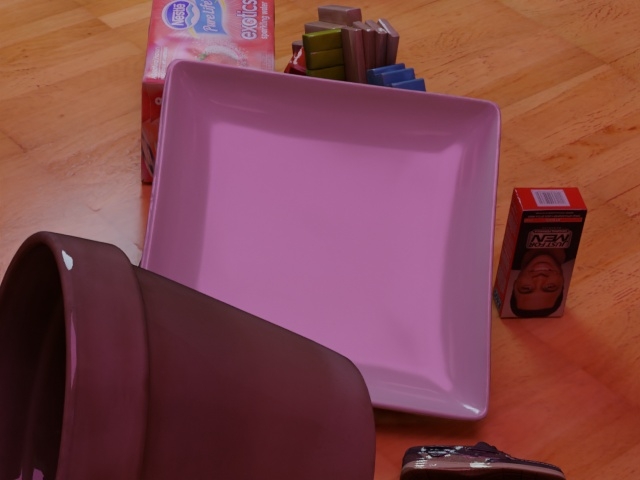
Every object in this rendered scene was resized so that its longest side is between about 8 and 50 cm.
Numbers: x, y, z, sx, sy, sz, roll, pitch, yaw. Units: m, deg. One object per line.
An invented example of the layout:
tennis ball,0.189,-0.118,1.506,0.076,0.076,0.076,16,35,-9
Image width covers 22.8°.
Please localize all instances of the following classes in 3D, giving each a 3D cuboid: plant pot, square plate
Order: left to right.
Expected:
plant pot,-0.120,0.170,1.297,0.280,0.323,0.323,10,33,-24
square plate,0.000,0.000,1.568,0.347,0.049,0.344,7,67,-5

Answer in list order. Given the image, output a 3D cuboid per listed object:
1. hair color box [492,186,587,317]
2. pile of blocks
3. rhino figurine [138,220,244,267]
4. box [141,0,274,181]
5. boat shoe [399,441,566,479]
hair color box,0.226,0.013,1.648,0.072,0.141,0.043,-1,38,-9
pile of blocks,0.042,-0.162,1.852,0.112,0.149,0.362,-13,41,-23
rhino figurine,-0.116,-0.015,1.638,0.106,0.073,0.243,12,62,21
box,-0.132,-0.204,1.887,0.154,0.142,0.300,3,37,-3
boat shoe,0.149,0.207,1.450,0.152,0.056,0.049,5,42,-1
